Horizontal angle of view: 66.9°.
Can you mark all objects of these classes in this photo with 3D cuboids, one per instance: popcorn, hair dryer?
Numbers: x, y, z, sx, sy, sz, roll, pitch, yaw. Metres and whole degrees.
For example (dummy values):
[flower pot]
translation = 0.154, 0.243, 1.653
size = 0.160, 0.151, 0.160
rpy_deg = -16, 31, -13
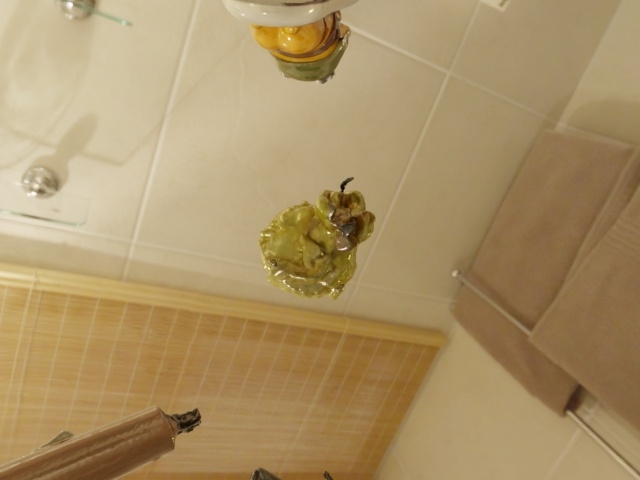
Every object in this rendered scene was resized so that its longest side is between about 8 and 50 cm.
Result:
[popcorn]
translation = -0.010, -0.004, 0.809
size = 0.169, 0.195, 0.173
rpy_deg = 28, -154, 10
[hair dryer]
translation = -0.154, 0.129, 0.271
size = 0.182, 0.064, 0.117
rpy_deg = -13, -112, -37

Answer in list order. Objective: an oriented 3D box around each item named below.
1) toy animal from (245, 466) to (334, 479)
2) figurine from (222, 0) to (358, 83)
[toy animal]
translation = -0.008, 0.208, 0.173
size = 0.146, 0.115, 0.245
rpy_deg = 40, -132, -13
[figurine]
translation = -0.038, -0.242, 0.578
size = 0.167, 0.140, 0.250
rpy_deg = 13, -141, 10
